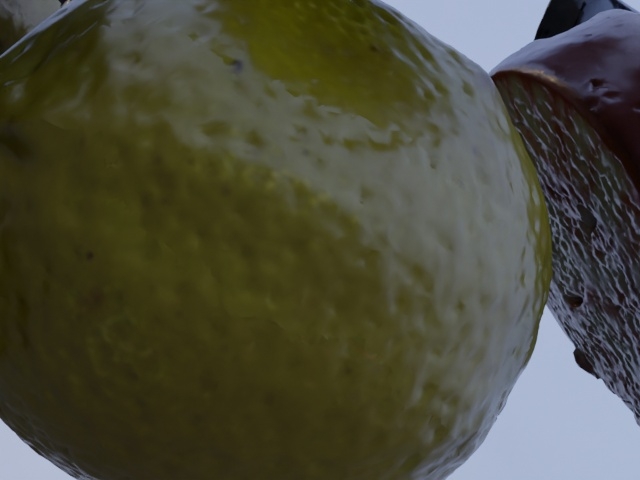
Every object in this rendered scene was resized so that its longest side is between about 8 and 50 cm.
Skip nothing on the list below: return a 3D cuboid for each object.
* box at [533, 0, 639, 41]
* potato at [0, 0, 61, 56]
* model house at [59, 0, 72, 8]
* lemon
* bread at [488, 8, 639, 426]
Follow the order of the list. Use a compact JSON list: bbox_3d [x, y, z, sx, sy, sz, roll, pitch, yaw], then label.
[{"bbox_3d":[0.250,-0.081,1.429,0.073,0.290,0.289,22,6,33],"label":"box"},{"bbox_3d":[-0.349,-0.190,1.621,0.397,0.290,0.296,39,-5,13],"label":"potato"},{"bbox_3d":[-0.137,-0.100,1.423,0.297,0.283,0.317,33,1,2],"label":"model house"},{"bbox_3d":[-0.039,0.003,0.817,0.336,0.336,0.336,34,-30,23],"label":"lemon"},{"bbox_3d":[0.229,-0.003,1.018,0.328,0.114,0.295,58,-11,34],"label":"bread"}]
